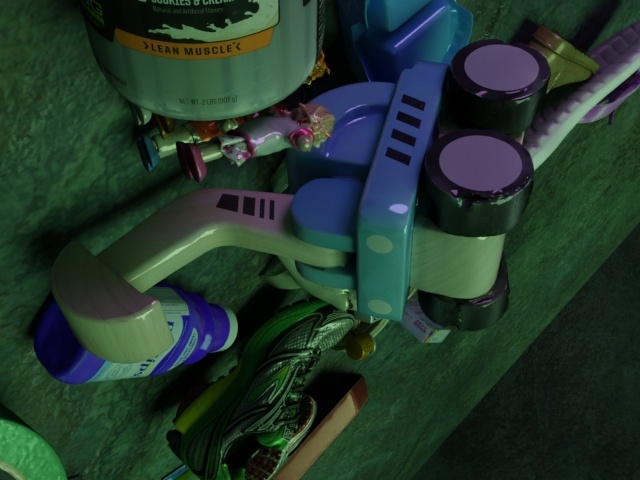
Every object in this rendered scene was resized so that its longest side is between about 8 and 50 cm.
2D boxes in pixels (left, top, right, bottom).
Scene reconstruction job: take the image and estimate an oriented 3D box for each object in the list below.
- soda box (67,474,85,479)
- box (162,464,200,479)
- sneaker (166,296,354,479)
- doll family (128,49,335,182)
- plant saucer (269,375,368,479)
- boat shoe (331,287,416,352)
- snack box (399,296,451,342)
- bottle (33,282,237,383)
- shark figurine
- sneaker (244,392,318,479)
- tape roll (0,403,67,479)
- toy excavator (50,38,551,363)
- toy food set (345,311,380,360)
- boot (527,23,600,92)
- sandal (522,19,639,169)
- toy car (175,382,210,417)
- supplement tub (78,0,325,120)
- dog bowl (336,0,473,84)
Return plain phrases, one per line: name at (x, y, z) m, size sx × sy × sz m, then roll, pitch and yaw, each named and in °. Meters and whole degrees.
soda box at (-0.327, 0.444, 1.145) m, size 0.069 × 0.216 × 0.074 m, roll 0°, pitch 127°, yaw -55°
box at (-0.245, 0.474, 1.509) m, size 0.109 × 0.042 × 0.178 m, roll -30°, pitch 150°, yaw -32°
sneaker at (-0.063, 0.230, 1.208) m, size 0.343 × 0.146 × 0.134 m, roll -49°, pitch 146°, yaw -4°
doll family at (-0.081, -0.138, 0.747) m, size 0.163 × 0.263 × 0.118 m, roll -22°, pitch 108°, yaw -20°
plant saucer at (0.011, 0.411, 1.716) m, size 0.258 × 0.048 × 0.259 m, roll -49°, pitch 170°, yaw 3°
boat shoe at (0.122, 0.077, 1.424) m, size 0.302 × 0.113 × 0.103 m, roll -54°, pitch 148°, yaw 13°
snack box at (0.176, 0.141, 1.561) m, size 0.037 × 0.141 × 0.100 m, roll -55°, pitch 153°, yaw 14°
bottle at (-0.211, 0.111, 0.993) m, size 0.118 × 0.092 × 0.283 m, roll -56°, pitch 153°, yaw 13°
shark figurine at (-0.022, -0.018, 1.132) m, size 0.116 × 0.166 × 0.278 m, roll -61°, pitch 145°, yaw -32°
sneaker at (-0.081, 0.405, 1.607) m, size 0.225 × 0.088 × 0.093 m, roll -47°, pitch 155°, yaw 1°
tape roll at (-0.427, 0.320, 0.848) m, size 0.321 × 0.077 × 0.321 m, roll -21°, pitch 120°, yaw -42°
toy excavator at (-0.006, -0.030, 0.880) m, size 0.222 × 0.445 × 0.433 m, roll 84°, pitch 21°, yaw -50°
toy food set at (0.071, 0.071, 1.322) m, size 0.104 × 0.111 × 0.232 m, roll -17°, pitch 110°, yaw -46°
boot at (0.333, -0.225, 1.364) m, size 0.236 × 0.089 × 0.269 m, roll 3°, pitch 128°, yaw -54°
sandal at (0.479, -0.242, 1.453) m, size 0.416 × 0.102 × 0.169 m, roll -43°, pitch -161°, yaw 8°
toy car at (-0.138, 0.256, 1.352) m, size 0.239 × 0.053 × 0.225 m, roll -36°, pitch 152°, yaw -19°
supplement tub at (-0.090, -0.254, 0.553) m, size 0.194 × 0.193 × 0.316 m, roll -35°, pitch 151°, yaw -24°
dog bowl at (0.096, -0.274, 0.939) m, size 0.166 × 0.074 × 0.297 m, roll -41°, pitch 153°, yaw -12°
